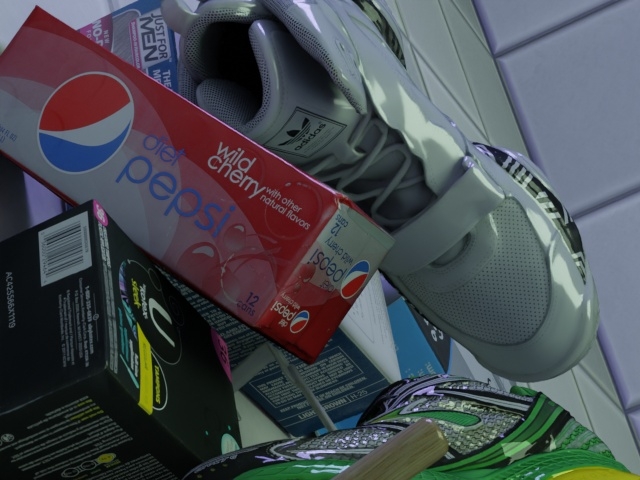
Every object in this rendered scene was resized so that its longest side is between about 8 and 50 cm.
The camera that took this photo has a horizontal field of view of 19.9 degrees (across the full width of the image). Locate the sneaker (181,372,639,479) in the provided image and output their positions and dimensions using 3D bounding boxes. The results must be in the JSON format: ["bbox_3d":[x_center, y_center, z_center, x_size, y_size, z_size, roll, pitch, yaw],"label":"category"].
[{"bbox_3d":[0.044,0.151,1.045,0.343,0.134,0.146,6,31,-45],"label":"sneaker"}]

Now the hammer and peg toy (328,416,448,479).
[{"bbox_3d":[0.022,0.263,0.916,0.361,0.266,0.127,53,0,-45],"label":"hammer and peg toy"}]

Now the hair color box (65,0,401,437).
[{"bbox_3d":[-0.063,-0.010,1.365,0.347,0.105,0.174,50,22,-49],"label":"hair color box"}]

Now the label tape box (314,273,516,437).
[{"bbox_3d":[0.088,0.141,1.664,0.249,0.115,0.348,60,13,-21],"label":"label tape box"}]

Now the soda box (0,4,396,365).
[{"bbox_3d":[-0.090,-0.036,1.081,0.263,0.092,0.083,32,-4,30],"label":"soda box"}]

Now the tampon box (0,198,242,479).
[{"bbox_3d":[-0.123,0.081,1.006,0.161,0.101,0.120,51,21,-47],"label":"tampon box"}]

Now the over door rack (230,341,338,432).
[{"bbox_3d":[0.099,0.195,1.315,0.324,0.108,0.239,38,-3,42],"label":"over door rack"}]

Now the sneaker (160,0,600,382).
[{"bbox_3d":[0.033,-0.042,1.212,0.366,0.137,0.210,53,23,6],"label":"sneaker"}]
